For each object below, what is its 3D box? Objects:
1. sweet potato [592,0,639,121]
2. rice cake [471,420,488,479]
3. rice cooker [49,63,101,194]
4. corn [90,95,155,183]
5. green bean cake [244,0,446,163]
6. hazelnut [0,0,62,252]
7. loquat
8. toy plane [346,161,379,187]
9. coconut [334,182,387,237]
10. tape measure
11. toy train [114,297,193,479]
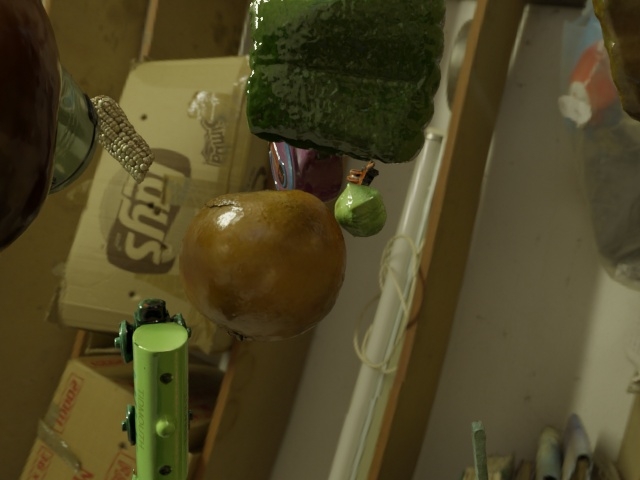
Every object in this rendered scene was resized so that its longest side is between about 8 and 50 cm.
[{"bbox_3d":[0.357,-0.144,0.378,0.158,0.370,0.157,-2,-90,-78],"label":"sweet potato"},{"bbox_3d":[0.235,0.318,0.895,0.022,0.022,0.121,-82,-18,-69],"label":"rice cake"},{"bbox_3d":[-0.452,-0.176,0.891,0.244,0.226,0.226,116,173,-81],"label":"rice cooker"},{"bbox_3d":[-0.419,-0.216,1.294,0.087,0.211,0.087,-43,-3,-3],"label":"corn"},{"bbox_3d":[0.029,-0.218,0.782,0.125,0.248,0.222,-43,-38,-77],"label":"green bean cake"},{"bbox_3d":[-0.374,-0.131,0.488,0.366,0.366,0.365,-43,-39,-50],"label":"hazelnut"},{"bbox_3d":[-0.092,0.031,0.957,0.263,0.263,0.263,-43,-39,-50],"label":"loquat"},{"bbox_3d":[0.122,-0.167,1.566,0.135,0.062,0.188,-66,15,-13],"label":"toy plane"},{"bbox_3d":[0.065,-0.051,1.004,0.088,0.088,0.096,-40,-73,-52],"label":"coconut"},{"bbox_3d":[-0.030,-0.201,1.388,0.149,0.231,0.245,-11,-32,-18],"label":"tape measure"},{"bbox_3d":[-0.216,0.212,0.819,0.105,0.157,0.253,-3,-71,-20],"label":"toy train"}]
